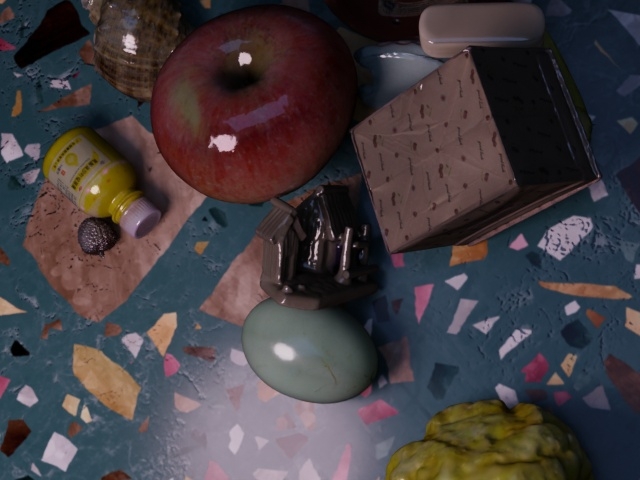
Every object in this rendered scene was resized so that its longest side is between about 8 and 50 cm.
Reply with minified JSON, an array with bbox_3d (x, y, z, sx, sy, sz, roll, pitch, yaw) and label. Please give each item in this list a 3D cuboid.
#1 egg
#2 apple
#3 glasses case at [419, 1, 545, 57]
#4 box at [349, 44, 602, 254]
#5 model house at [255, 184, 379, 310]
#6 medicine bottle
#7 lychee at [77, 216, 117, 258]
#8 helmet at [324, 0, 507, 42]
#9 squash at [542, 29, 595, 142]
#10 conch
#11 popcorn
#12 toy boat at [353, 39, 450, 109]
[{"bbox_3d":[-0.018,0.175,1.734,0.231,0.168,0.168,23,89,10],"label":"egg"},{"bbox_3d":[-0.100,-0.211,1.743,0.344,0.269,0.345,-5,63,10],"label":"apple"},{"bbox_3d":[0.254,-0.331,1.689,0.196,0.050,0.083,2,62,8],"label":"glasses case"},{"bbox_3d":[0.225,-0.133,1.631,0.297,0.190,0.225,-31,72,47],"label":"box"},{"bbox_3d":[-0.006,0.004,1.722,0.122,0.229,0.188,7,100,39],"label":"model house"},{"bbox_3d":[-0.376,-0.094,1.882,0.212,0.122,0.122,41,94,15],"label":"medicine bottle"},{"bbox_3d":[-0.397,-0.005,1.908,0.067,0.068,0.083,-22,71,-31],"label":"lychee"},{"bbox_3d":[0.146,-0.527,1.720,0.337,0.385,0.230,-17,39,13],"label":"helmet"},{"bbox_3d":[0.349,-0.274,1.724,0.137,0.137,0.287,-12,77,12],"label":"squash"},{"bbox_3d":[-0.319,-0.366,1.883,0.291,0.159,0.210,36,91,14],"label":"conch"},{"bbox_3d":[0.237,0.383,1.585,0.293,0.292,0.334,42,89,20],"label":"popcorn"},{"bbox_3d":[0.159,-0.275,1.778,0.207,0.134,0.079,5,42,14],"label":"toy boat"}]
